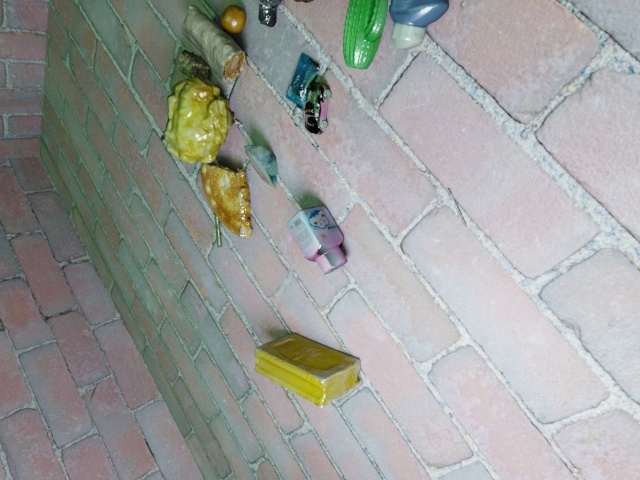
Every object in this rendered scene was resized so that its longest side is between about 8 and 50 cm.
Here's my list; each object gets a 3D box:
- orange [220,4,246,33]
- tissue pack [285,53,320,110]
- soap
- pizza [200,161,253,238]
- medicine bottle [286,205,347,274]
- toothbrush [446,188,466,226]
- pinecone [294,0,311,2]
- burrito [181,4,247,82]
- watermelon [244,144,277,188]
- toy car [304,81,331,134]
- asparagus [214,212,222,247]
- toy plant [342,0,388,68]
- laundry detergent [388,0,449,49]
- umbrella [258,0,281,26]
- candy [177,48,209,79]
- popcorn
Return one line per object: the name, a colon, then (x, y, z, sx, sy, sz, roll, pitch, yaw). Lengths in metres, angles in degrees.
orange: (-0.268, -0.683, 1.302, 0.085, 0.085, 0.084, 16, 113, 40)
tissue pack: (-0.054, -0.451, 1.206, 0.085, 0.028, 0.138, 46, 127, 24)
soap: (-0.044, 0.401, 1.349, 0.315, 0.199, 0.091, 10, 106, 43)
pizza: (-0.319, -0.169, 1.510, 0.226, 0.086, 0.335, -40, 76, 39)
medicine bottle: (0.000, 0.000, 1.229, 0.094, 0.119, 0.187, -41, 73, 39)
toothbrush: (0.317, -0.076, 0.979, 0.006, 0.008, 0.096, -32, 81, 59)
pinecone: (-0.043, -0.688, 1.008, 0.179, 0.184, 0.204, 1, 96, 26)
burrito: (-0.334, -0.619, 1.344, 0.299, 0.105, 0.143, 51, 169, 22)
watermelon: (-0.190, -0.249, 1.356, 0.094, 0.081, 0.180, 12, 149, 21)
toy car: (-0.015, -0.366, 1.174, 0.069, 0.055, 0.142, 24, 117, 41)
asparagus: (-0.408, -0.090, 1.665, 0.025, 0.024, 0.248, 0, 107, 0)
toy plant: (0.110, -0.519, 0.971, 0.240, 0.088, 0.154, 114, 151, -43)
laundry detergent: (0.216, -0.549, 0.875, 0.143, 0.094, 0.289, 29, 125, 32)
umbrella: (-0.135, -0.769, 1.126, 0.128, 0.154, 0.336, 17, 140, 6)
candy: (-0.449, -0.613, 1.486, 0.110, 0.095, 0.085, 39, 124, 22)
popcorn: (-0.430, -0.408, 1.448, 0.252, 0.215, 0.286, 20, 102, 41)
